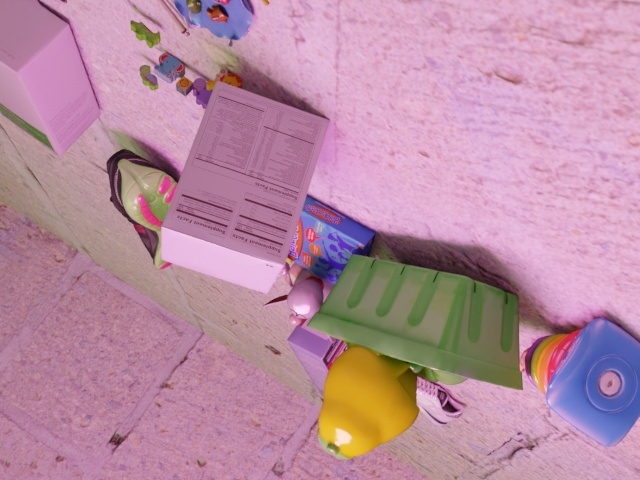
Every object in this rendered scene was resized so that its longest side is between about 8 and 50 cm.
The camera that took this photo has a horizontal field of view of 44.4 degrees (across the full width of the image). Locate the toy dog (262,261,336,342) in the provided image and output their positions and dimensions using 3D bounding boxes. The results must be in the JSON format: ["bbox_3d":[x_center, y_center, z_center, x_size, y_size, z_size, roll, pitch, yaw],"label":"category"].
[{"bbox_3d":[-0.036,0.137,1.710,0.220,0.161,0.334,31,-169,25],"label":"toy dog"}]

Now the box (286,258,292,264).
[{"bbox_3d":[-0.136,-0.020,1.850,0.178,0.042,0.109,30,159,15],"label":"box"}]

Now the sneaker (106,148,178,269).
[{"bbox_3d":[-0.430,-0.085,2.052,0.202,0.185,0.482,47,162,22],"label":"sneaker"}]

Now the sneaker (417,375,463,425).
[{"bbox_3d":[0.281,0.411,2.135,0.235,0.090,0.095,33,148,-6],"label":"sneaker"}]

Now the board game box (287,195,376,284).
[{"bbox_3d":[0.000,0.000,1.599,0.210,0.047,0.160,29,140,17],"label":"board game box"}]

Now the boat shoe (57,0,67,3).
[{"bbox_3d":[-0.438,-0.441,1.307,0.268,0.096,0.088,-5,132,49],"label":"boat shoe"}]

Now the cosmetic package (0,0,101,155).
[{"bbox_3d":[-0.623,-0.362,1.690,0.197,0.155,0.365,35,162,9],"label":"cosmetic package"}]

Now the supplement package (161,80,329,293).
[{"bbox_3d":[-0.129,-0.081,1.303,0.198,0.262,0.199,18,161,-6],"label":"supplement package"}]

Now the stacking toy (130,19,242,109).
[{"bbox_3d":[-0.239,-0.288,1.397,0.221,0.052,0.167,36,159,4],"label":"stacking toy"}]

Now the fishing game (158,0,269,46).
[{"bbox_3d":[-0.181,-0.360,1.147,0.264,0.041,0.189,9,145,52],"label":"fishing game"}]

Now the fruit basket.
[{"bbox_3d":[0.145,0.228,1.423,0.283,0.392,0.392,20,174,-39],"label":"fruit basket"}]

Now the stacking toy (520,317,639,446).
[{"bbox_3d":[0.429,0.223,1.383,0.166,0.175,0.302,36,174,-10],"label":"stacking toy"}]

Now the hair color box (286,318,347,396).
[{"bbox_3d":[0.050,0.285,2.041,0.114,0.185,0.374,24,158,26],"label":"hair color box"}]
